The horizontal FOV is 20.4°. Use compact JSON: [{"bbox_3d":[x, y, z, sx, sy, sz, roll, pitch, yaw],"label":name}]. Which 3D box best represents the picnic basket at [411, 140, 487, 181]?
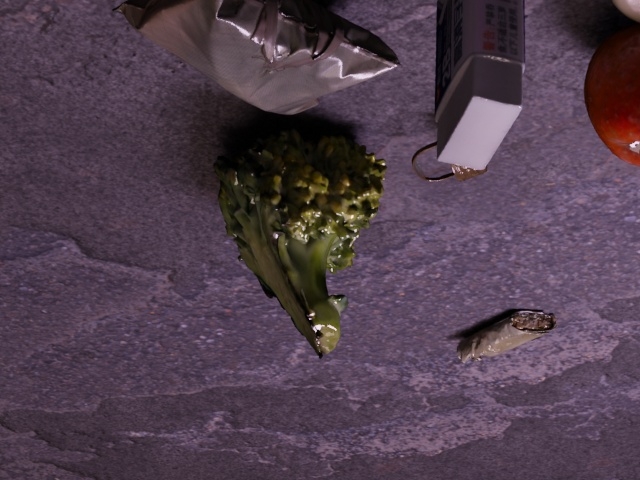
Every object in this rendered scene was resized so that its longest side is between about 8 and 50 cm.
[{"bbox_3d":[0.148,-0.098,2.089,0.083,0.072,0.072,-20,144,11],"label":"picnic basket"}]

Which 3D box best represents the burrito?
[{"bbox_3d":[0.256,0.134,2.489,0.149,0.041,0.055,-27,152,33],"label":"burrito"}]

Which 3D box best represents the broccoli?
[{"bbox_3d":[0.006,-0.014,2.104,0.180,0.273,0.242,-26,155,-17],"label":"broccoli"}]

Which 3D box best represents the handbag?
[{"bbox_3d":[-0.059,-0.217,1.868,0.270,0.117,0.182,24,156,-32],"label":"handbag"}]

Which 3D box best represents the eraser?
[{"bbox_3d":[0.161,-0.192,1.802,0.068,0.210,0.124,11,148,-12],"label":"eraser"}]

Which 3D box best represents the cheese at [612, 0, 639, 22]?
[{"bbox_3d":[0.321,-0.264,1.824,0.171,0.048,0.092,-7,136,16],"label":"cheese"}]

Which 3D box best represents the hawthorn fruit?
[{"bbox_3d":[0.363,-0.155,1.883,0.173,0.173,0.173,2,148,1],"label":"hawthorn fruit"}]
